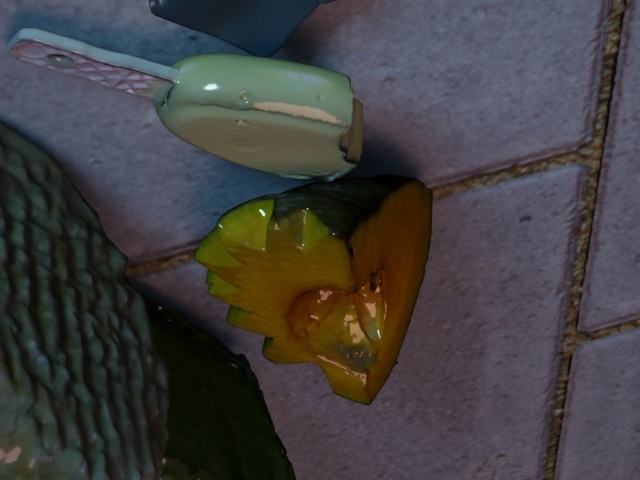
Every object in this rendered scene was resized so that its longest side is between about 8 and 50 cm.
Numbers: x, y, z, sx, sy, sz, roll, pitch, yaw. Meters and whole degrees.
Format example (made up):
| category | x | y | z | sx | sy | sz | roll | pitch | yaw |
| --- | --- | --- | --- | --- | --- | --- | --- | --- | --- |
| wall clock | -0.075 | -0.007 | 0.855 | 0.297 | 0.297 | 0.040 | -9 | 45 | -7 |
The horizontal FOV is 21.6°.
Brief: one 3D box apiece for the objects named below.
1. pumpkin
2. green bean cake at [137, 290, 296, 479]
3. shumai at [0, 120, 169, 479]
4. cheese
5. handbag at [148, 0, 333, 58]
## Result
| category | x | y | z | sx | sy | sz | roll | pitch | yaw |
| --- | --- | --- | --- | --- | --- | --- | --- | --- | --- |
| pumpkin | 0.000 | 0.000 | 1.273 | 0.130 | 0.149 | 0.254 | 17 | 152 | 19 |
| green bean cake | -0.123 | 0.146 | 1.271 | 0.113 | 0.200 | 0.214 | -39 | 139 | 17 |
| shumai | -0.262 | 0.101 | 1.083 | 0.262 | 0.314 | 0.267 | -36 | 151 | 21 |
| cheese | -0.083 | -0.098 | 1.119 | 0.255 | 0.050 | 0.127 | 15 | 162 | -27 |
| handbag | -0.005 | -0.214 | 1.052 | 0.221 | 0.057 | 0.144 | -43 | 144 | 19 |
